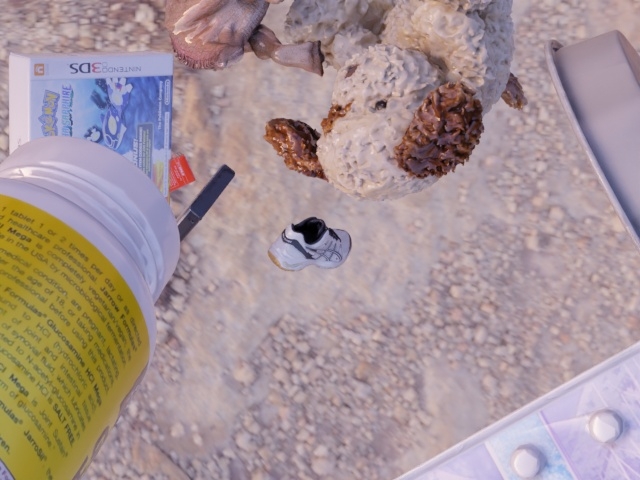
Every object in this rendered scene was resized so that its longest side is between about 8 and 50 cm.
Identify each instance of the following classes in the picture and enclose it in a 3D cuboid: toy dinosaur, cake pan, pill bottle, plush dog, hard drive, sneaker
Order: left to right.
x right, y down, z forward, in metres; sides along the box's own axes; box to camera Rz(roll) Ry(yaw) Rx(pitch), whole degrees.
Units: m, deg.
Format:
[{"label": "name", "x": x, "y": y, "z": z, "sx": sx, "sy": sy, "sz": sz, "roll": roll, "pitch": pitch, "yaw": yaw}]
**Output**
[{"label": "pill bottle", "x": -0.215, "y": 0.082, "z": 0.765, "sx": 0.188, "sy": 0.188, "sz": 0.334, "roll": 52, "pitch": 39, "yaw": -20}, {"label": "hard drive", "x": -0.162, "y": -0.028, "z": 1.554, "sx": 0.022, "sy": 0.135, "sz": 0.094, "roll": 39, "pitch": 46, "yaw": -7}, {"label": "toy dinosaur", "x": -0.095, "y": -0.233, "z": 1.129, "sx": 0.200, "sy": 0.295, "sz": 0.127, "roll": -2, "pitch": 145, "yaw": 15}, {"label": "sneaker", "x": 0.000, "y": 0.000, "z": 0.917, "sx": 0.083, "sy": 0.032, "sz": 0.037, "roll": -13, "pitch": 141, "yaw": -51}, {"label": "plush dog", "x": 0.078, "y": -0.127, "z": 1.114, "sx": 0.210, "sy": 0.262, "sz": 0.225, "roll": 48, "pitch": 58, "yaw": -26}, {"label": "cake pan", "x": 0.269, "y": -0.041, "z": 0.974, "sx": 0.054, "sy": 0.293, "sz": 0.293, "roll": -30, "pitch": 111, "yaw": 19}]

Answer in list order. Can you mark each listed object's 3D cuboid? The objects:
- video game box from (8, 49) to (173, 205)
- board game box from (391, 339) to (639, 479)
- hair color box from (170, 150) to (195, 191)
[{"label": "video game box", "x": -0.247, "y": -0.103, "z": 1.369, "sx": 0.187, "sy": 0.048, "sz": 0.205, "roll": -9, "pitch": 108, "yaw": -40}, {"label": "board game box", "x": 0.171, "y": 0.245, "z": 0.510, "sx": 0.390, "sy": 0.050, "sz": 0.390, "roll": -32, "pitch": 78, "yaw": 15}, {"label": "hair color box", "x": -0.247, "y": -0.075, "z": 1.742, "sx": 0.141, "sy": 0.072, "sz": 0.043, "roll": -25, "pitch": 101, "yaw": -7}]
